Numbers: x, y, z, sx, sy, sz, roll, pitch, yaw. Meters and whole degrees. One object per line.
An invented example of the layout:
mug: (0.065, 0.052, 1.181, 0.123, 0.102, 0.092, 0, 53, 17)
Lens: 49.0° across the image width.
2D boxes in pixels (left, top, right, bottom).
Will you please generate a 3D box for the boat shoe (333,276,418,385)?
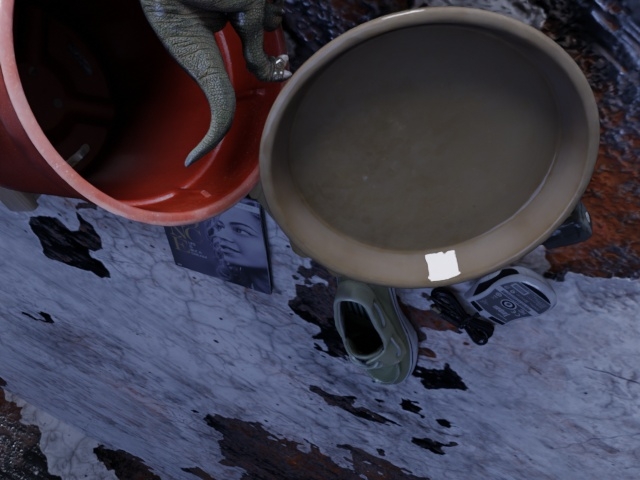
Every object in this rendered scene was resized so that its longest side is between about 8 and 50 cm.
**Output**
boat shoe: (0.065, 0.127, 0.973, 0.109, 0.094, 0.302, 8, 142, 24)

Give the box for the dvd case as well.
dvd case: (-0.151, -0.009, 0.996, 0.165, 0.018, 0.221, 17, 145, 13)

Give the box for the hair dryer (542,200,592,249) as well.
hair dryer: (0.115, -0.061, 0.735, 0.294, 0.080, 0.223, -24, 106, 43)

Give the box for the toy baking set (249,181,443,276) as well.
toy baking set: (0.015, -0.062, 0.747, 0.256, 0.030, 0.196, -23, 101, 50)

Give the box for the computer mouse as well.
computer mouse: (0.217, 0.071, 0.854, 0.106, 0.042, 0.193, 37, 150, -9)

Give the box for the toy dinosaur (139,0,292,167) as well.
toy dinosaur: (-0.074, -0.214, 0.510, 0.160, 0.313, 0.121, 24, -179, -40)

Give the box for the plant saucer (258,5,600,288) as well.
plant saucer: (0.088, -0.068, 0.590, 0.278, 0.041, 0.277, -1, 132, -1)

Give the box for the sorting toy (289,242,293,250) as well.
sorting toy: (0.000, 0.000, 0.891, 0.102, 0.042, 0.061, -15, 129, 43)

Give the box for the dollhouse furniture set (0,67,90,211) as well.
dollhouse furniture set: (-0.467, -0.148, 0.872, 0.356, 0.173, 0.303, 1, 139, 30)

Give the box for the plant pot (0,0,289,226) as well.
plant pot: (-0.217, -0.147, 0.658, 0.265, 0.272, 0.272, 0, 139, 44)
